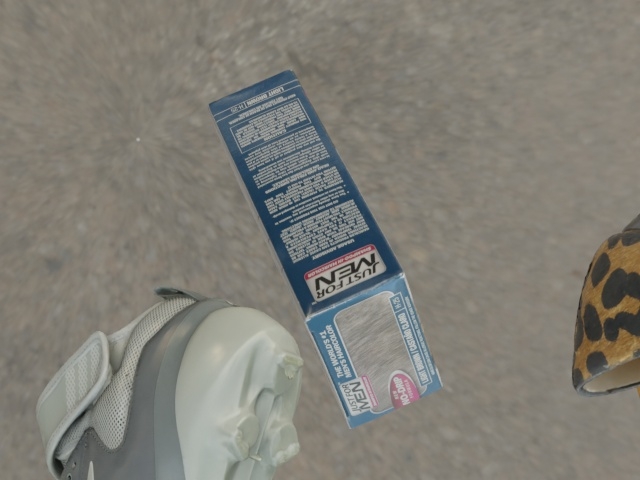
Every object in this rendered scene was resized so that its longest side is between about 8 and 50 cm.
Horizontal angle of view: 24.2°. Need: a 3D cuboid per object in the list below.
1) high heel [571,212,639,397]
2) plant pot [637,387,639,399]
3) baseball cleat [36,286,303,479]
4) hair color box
[{"bbox_3d":[0.215,0.043,0.603,0.093,0.261,0.186,29,102,-34],"label":"high heel"},{"bbox_3d":[0.334,0.133,1.062,0.188,0.205,0.205,-17,96,11],"label":"plant pot"},{"bbox_3d":[-0.074,0.119,0.569,0.072,0.109,0.205,35,75,-50],"label":"baseball cleat"},{"bbox_3d":[0.000,0.000,1.501,0.105,0.347,0.174,-24,134,-2],"label":"hair color box"}]
